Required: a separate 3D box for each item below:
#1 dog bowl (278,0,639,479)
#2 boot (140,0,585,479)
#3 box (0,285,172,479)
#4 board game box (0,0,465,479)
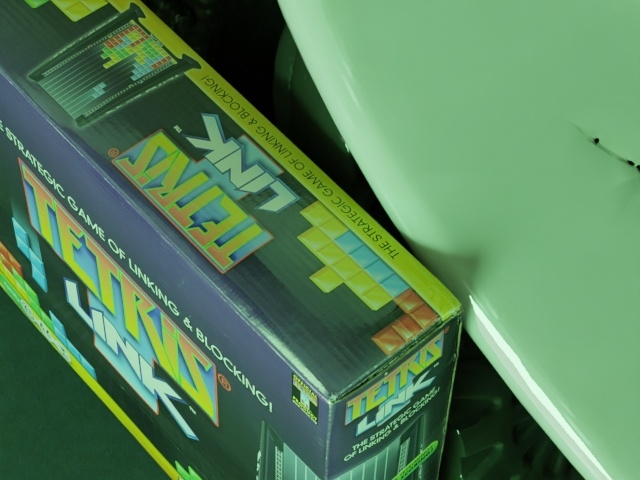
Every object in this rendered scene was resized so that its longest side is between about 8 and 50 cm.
[{"bbox_3d":[0.115,-0.006,0.310,0.349,0.102,0.349,47,167,15],"label":"dog bowl"},{"bbox_3d":[0.003,-0.003,0.626,0.260,0.131,0.348,28,144,45],"label":"boot"},{"bbox_3d":[-0.055,0.202,0.909,0.293,0.212,0.395,144,114,-78],"label":"box"},{"bbox_3d":[-0.037,0.016,0.498,0.170,0.048,0.141,44,155,27],"label":"board game box"}]
